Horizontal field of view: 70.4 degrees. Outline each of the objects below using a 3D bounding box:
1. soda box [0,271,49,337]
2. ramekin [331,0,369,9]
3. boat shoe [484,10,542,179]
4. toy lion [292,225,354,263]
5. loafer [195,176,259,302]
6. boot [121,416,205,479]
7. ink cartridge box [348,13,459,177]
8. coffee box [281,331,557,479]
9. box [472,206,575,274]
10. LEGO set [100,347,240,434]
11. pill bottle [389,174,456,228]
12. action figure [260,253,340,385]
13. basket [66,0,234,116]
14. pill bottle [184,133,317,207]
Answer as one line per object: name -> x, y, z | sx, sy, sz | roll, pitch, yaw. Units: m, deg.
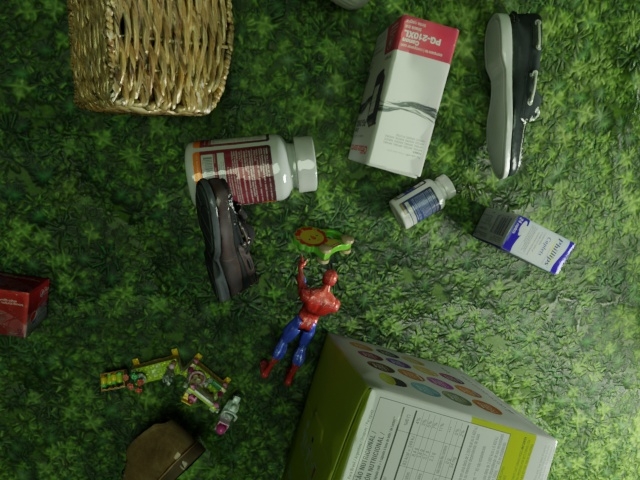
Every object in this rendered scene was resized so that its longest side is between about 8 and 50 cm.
soda box -> -0.649, 0.102, 0.822 | 0.263, 0.083, 0.092 | 10, 102, -10
ramekin -> 0.063, -0.477, 0.724 | 0.109, 0.207, 0.207 | 28, 98, -23
boat shoe -> 0.369, -0.269, 0.850 | 0.091, 0.114, 0.303 | -4, 104, 0
toy lion -> 0.000, 0.000, 0.885 | 0.100, 0.096, 0.034 | -21, 137, -40
loafer -> -0.156, -0.002, 0.798 | 0.095, 0.109, 0.303 | -17, 146, -20
boot -> -0.366, 0.483, 0.940 | 0.115, 0.112, 0.305 | 45, 106, 10
ink cartridge box -> 0.135, -0.241, 0.796 | 0.100, 0.172, 0.238 | 11, 101, -9
coffee box -> 0.139, 0.407, 0.831 | 0.334, 0.337, 0.339 | 18, 89, -10
box -> 0.400, -0.001, 0.907 | 0.137, 0.126, 0.072 | 24, 97, -11
LEGO set -> -0.293, 0.296, 0.897 | 0.286, 0.107, 0.132 | 22, 99, -11
pill bottle -> 0.202, -0.079, 0.895 | 0.120, 0.067, 0.067 | -30, 104, 1
action figure -> -0.035, 0.147, 0.915 | 0.091, 0.139, 0.280 | 21, 122, -14
basket -> -0.284, -0.363, 0.759 | 0.213, 0.223, 0.300 | -9, 106, -39
pill bottle -> -0.121, -0.127, 0.816 | 0.221, 0.121, 0.121 | -7, 103, -5
